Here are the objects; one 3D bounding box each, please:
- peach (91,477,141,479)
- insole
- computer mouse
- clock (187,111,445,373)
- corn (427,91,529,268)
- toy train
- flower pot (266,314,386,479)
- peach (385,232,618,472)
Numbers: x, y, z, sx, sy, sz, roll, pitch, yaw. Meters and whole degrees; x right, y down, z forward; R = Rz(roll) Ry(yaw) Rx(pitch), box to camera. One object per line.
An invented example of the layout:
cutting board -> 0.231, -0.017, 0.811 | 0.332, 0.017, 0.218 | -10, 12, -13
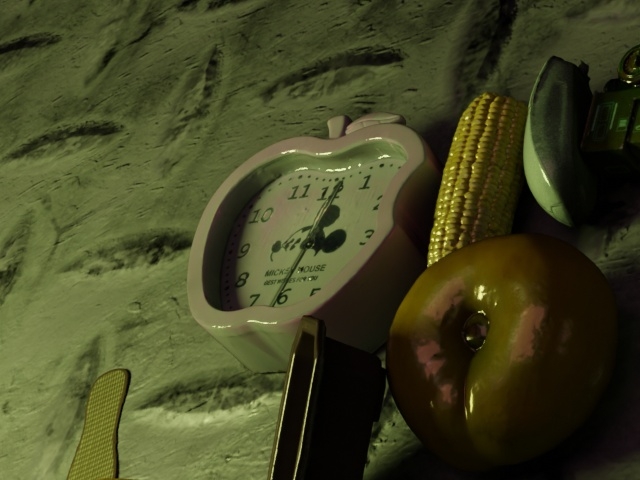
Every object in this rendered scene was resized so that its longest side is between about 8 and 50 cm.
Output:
peach -> -0.210, 0.320, 2.048 | 0.192, 0.190, 0.190 | -53, 32, 19
insole -> -0.272, 0.255, 2.329 | 0.086, 0.005, 0.253 | -22, 40, 26
computer mouse -> 0.257, -0.109, 2.103 | 0.068, 0.113, 0.229 | -11, 47, 22
clock -> 0.000, 0.000, 2.248 | 0.338, 0.102, 0.339 | -26, 38, 22
corn -> 0.177, -0.054, 2.139 | 0.093, 0.093, 0.244 | -10, 47, 38
toy train -> 0.390, -0.139, 2.031 | 0.225, 0.090, 0.137 | -5, 57, 41
flower pot -> 0.006, 0.206, 1.962 | 0.179, 0.084, 0.251 | -175, 95, -81
peach -> 0.180, 0.111, 1.929 | 0.251, 0.153, 0.251 | -21, 56, 35
